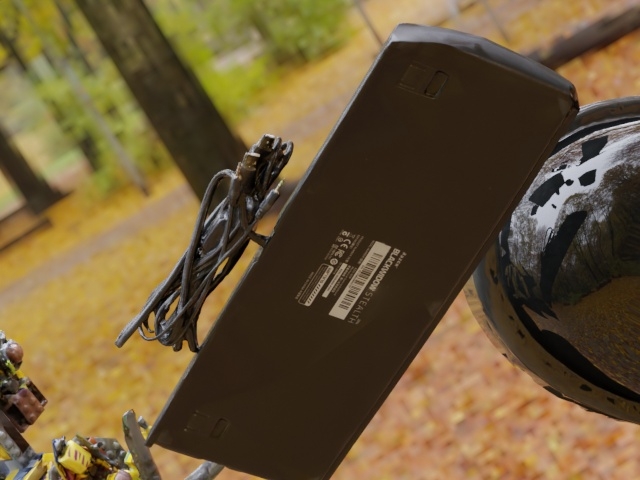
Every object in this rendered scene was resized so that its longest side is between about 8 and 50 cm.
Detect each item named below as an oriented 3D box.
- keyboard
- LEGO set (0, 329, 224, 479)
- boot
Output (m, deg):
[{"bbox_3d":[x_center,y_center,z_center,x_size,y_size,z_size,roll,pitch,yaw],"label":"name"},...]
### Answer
[{"bbox_3d":[0.000,0.000,0.679,0.192,0.100,0.038,-58,25,27],"label":"keyboard"},{"bbox_3d":[-0.188,0.135,0.860,0.192,0.255,0.331,-12,24,42],"label":"LEGO set"},{"bbox_3d":[0.240,0.013,0.674,0.348,0.131,0.260,11,-8,-9],"label":"boot"}]
